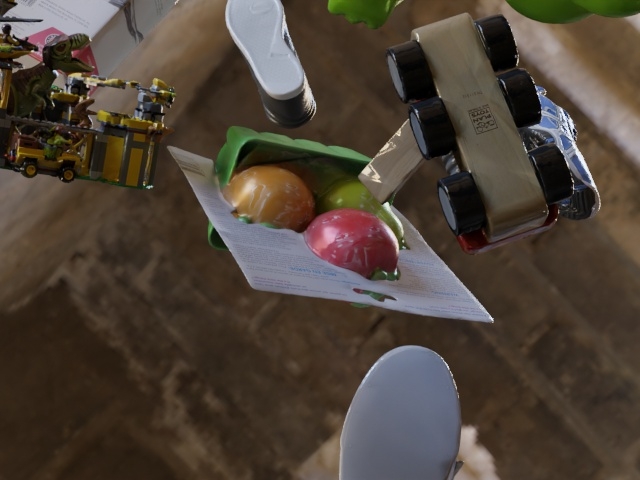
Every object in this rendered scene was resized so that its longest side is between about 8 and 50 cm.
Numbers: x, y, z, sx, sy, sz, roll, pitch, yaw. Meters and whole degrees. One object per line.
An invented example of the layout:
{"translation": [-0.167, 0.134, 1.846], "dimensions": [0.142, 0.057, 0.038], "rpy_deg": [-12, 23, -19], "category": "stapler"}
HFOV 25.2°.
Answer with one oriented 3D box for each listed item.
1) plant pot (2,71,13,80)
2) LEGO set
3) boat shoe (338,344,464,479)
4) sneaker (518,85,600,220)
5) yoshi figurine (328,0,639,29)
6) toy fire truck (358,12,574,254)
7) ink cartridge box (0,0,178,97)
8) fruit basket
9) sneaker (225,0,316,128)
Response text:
{"translation": [-0.469, -0.295, 1.962], "dimensions": [0.196, 0.293, 0.293], "rpy_deg": [41, 30, -21], "category": "plant pot"}
{"translation": [-0.285, -0.176, 1.410], "dimensions": [0.255, 0.192, 0.331], "rpy_deg": [8, 8, -22], "category": "LEGO set"}
{"translation": [0.086, 0.304, 1.590], "dimensions": [0.136, 0.156, 0.367], "rpy_deg": [3, 80, 1], "category": "boat shoe"}
{"translation": [0.263, -0.110, 1.623], "dimensions": [0.081, 0.080, 0.211], "rpy_deg": [-12, 53, -25], "category": "sneaker"}
{"translation": [0.097, -0.264, 1.095], "dimensions": [0.362, 0.203, 0.203], "rpy_deg": [30, 41, 12], "category": "yoshi figurine"}
{"translation": [0.131, -0.079, 1.439], "dimensions": [0.246, 0.159, 0.217], "rpy_deg": [86, -16, -74], "category": "toy fire truck"}
{"translation": [-0.299, -0.292, 1.772], "dimensions": [0.159, 0.092, 0.218], "rpy_deg": [30, 68, 19], "category": "ink cartridge box"}
{"translation": [0.000, 0.000, 1.758], "dimensions": [0.327, 0.165, 0.353], "rpy_deg": [9, 30, -29], "category": "fruit basket"}
{"translation": [-0.090, -0.316, 2.518], "dimensions": [0.147, 0.105, 0.295], "rpy_deg": [77, -7, -54], "category": "sneaker"}
